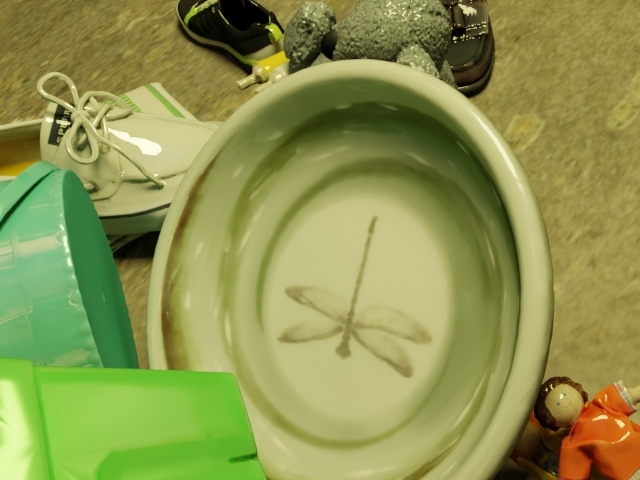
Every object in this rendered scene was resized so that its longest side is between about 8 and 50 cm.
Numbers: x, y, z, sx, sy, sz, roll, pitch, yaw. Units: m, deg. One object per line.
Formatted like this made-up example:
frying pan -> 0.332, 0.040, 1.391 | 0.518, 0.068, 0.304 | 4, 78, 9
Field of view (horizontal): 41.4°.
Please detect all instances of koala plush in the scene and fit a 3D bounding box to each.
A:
koala plush -> 0.071, -0.190, 0.882 | 0.203, 0.221, 0.196 | 3, 72, -9

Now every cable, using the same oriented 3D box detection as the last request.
cable -> 0.038, -0.239, 1.056 | 0.139, 0.072, 0.287 | 31, 63, 28

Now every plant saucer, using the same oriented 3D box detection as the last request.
plant saucer -> 0.019, 0.054, 0.715 | 0.400, 0.100, 0.401 | -7, 78, 37

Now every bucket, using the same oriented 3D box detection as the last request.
bucket -> -0.276, 0.072, 0.743 | 0.183, 0.281, 0.281 | -15, 48, -7

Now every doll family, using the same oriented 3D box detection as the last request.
doll family -> 0.162, 0.219, 0.625 | 0.163, 0.118, 0.263 | 34, 82, 27

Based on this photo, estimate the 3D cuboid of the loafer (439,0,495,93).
loafer -> 0.159, -0.312, 1.074 | 0.109, 0.095, 0.303 | -5, 49, 10

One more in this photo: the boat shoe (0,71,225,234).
boat shoe -> -0.255, -0.102, 0.904 | 0.366, 0.156, 0.136 | -4, 49, 13

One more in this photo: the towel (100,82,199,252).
towel -> -0.282, -0.060, 1.007 | 0.324, 0.038, 0.248 | -35, 51, -15

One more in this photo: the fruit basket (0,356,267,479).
fruit basket -> -0.189, 0.268, 0.502 | 0.391, 0.283, 0.392 | 5, 53, -6

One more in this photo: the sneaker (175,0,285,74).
sneaker -> -0.117, -0.304, 1.133 | 0.084, 0.097, 0.234 | -39, 52, -20
